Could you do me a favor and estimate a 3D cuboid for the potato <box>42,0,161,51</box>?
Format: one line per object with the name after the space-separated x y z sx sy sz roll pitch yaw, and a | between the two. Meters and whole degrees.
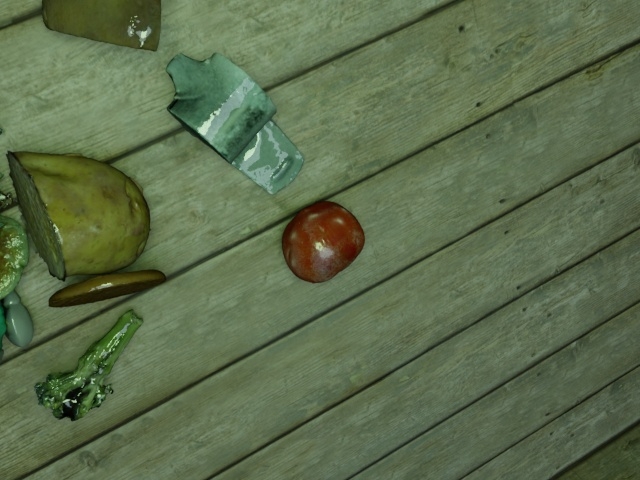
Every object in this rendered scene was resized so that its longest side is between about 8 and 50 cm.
-0.423 -0.488 0.979 0.189 0.264 0.211 1 115 -31 | potato

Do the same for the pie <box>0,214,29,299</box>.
-0.761 0.036 1.099 0.240 0.054 0.241 6 72 -18 | pie

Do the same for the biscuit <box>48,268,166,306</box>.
-0.494 0.109 1.189 0.261 0.262 0.037 -13 84 -16 | biscuit

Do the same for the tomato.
0.001 0.000 1.343 0.232 0.232 0.189 -41 96 -2 | tomato

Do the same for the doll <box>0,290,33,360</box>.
-0.757 0.170 1.172 0.194 0.153 0.258 26 82 -9 | doll

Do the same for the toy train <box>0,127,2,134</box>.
-0.758 -0.284 1.020 0.227 0.091 0.136 18 92 -25 | toy train

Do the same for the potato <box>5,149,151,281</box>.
-0.505 -0.070 1.123 0.237 0.300 0.289 -23 131 -36 | potato

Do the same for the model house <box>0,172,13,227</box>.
-0.715 -0.061 0.984 0.178 0.206 0.271 37 53 -15 | model house

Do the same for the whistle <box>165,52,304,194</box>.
-0.198 -0.269 1.213 0.168 0.188 0.405 -50 151 -3 | whistle

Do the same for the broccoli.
-0.568 0.306 1.295 0.145 0.165 0.304 39 78 3 | broccoli
